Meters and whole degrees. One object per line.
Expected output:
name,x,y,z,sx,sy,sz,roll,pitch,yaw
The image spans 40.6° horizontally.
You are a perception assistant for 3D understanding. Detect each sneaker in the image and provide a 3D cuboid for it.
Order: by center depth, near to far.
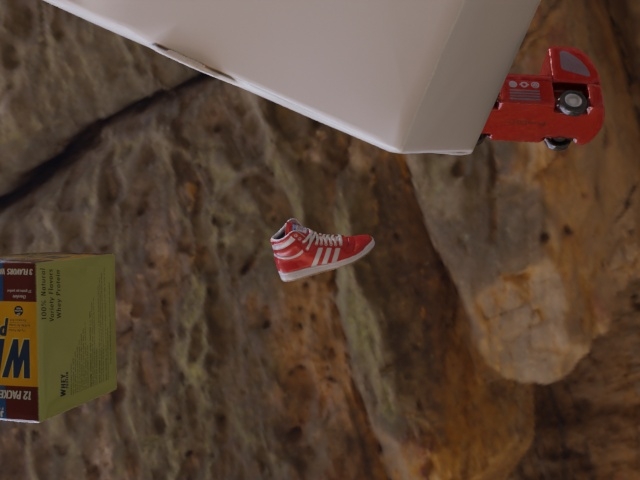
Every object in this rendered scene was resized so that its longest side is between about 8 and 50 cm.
sneaker,0.000,0.000,1.004,0.042,0.118,0.067,-104,-5,-68

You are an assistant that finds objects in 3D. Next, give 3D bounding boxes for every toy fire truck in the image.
toy fire truck,0.106,-0.136,0.638,0.047,0.192,0.135,92,180,-59

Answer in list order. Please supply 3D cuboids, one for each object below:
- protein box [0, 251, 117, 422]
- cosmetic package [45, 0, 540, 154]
protein box,-0.380,0.119,1.150,0.201,0.136,0.199,-11,-80,-76
cosmetic package,0.040,-0.237,0.364,0.197,0.365,0.155,28,-164,16
